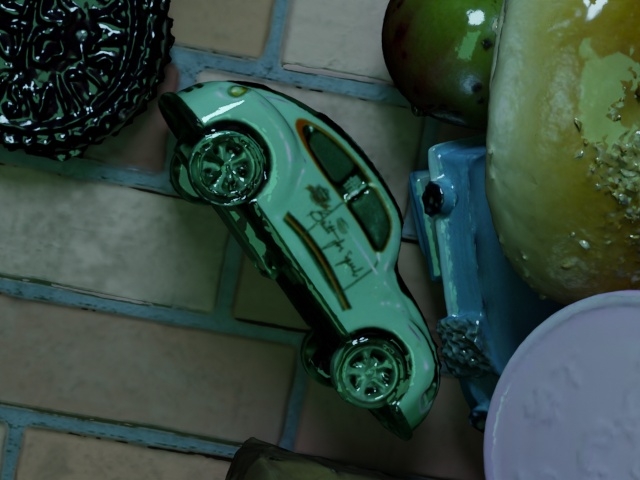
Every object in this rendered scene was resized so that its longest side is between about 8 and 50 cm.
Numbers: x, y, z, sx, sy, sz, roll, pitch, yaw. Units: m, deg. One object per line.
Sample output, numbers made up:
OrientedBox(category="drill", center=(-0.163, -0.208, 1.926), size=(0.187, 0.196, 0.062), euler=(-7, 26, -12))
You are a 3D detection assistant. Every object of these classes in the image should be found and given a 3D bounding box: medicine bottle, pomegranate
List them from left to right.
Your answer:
OrientedBox(category="pomegranate", center=(0.108, -0.159, 1.072), size=(0.129, 0.129, 0.159), euler=(11, 79, -3))
OrientedBox(category="medicine bottle", center=(0.272, 0.146, 0.991), size=(0.202, 0.316, 0.202), euler=(-8, 77, 39))

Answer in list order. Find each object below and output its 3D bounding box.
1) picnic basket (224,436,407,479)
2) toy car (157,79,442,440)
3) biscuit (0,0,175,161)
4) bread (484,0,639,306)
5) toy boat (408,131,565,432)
OrientedBox(category="picnic basket", center=(0.021, 0.316, 1.072), size=(0.291, 0.254, 0.321), euler=(15, 87, -4))
OrientedBox(category="toy car", center=(0.000, 0.000, 1.086), size=(0.125, 0.136, 0.306), euler=(-38, 98, -8))
OrientedBox(category="biscuit", center=(-0.204, -0.155, 1.094), size=(0.195, 0.053, 0.194), euler=(0, 99, -1))
OrientedBox(category="bread", center=(0.227, -0.094, 1.005), size=(0.159, 0.305, 0.305), euler=(10, 100, 33))
OrientedBox(category="toy boat", center=(0.123, 0.041, 1.104), size=(0.109, 0.098, 0.237), euler=(-14, 95, -30))
